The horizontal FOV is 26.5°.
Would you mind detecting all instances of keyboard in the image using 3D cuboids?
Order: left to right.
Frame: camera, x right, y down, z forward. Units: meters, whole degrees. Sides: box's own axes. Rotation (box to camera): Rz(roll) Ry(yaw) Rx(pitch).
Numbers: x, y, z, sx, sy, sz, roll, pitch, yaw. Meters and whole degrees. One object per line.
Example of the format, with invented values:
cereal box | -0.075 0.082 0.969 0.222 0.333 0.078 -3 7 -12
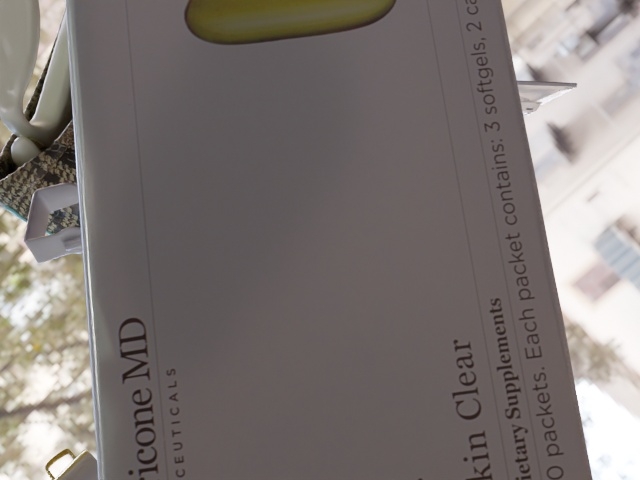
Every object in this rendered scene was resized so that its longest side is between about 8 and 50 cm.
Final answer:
keyboard | 0.163 -0.148 1.390 0.256 0.072 0.014 -5 -110 -45

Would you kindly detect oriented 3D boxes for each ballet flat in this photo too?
ballet flat | -0.183 -0.238 1.203 0.182 0.482 0.164 23 169 -38

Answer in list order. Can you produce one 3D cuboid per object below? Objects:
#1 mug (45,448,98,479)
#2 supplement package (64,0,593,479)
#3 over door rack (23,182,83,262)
mug | -0.294 0.293 1.633 0.078 0.064 0.062 14 137 58
supplement package | 0.000 0.000 0.512 0.204 0.145 0.261 75 -174 -70
over door rack | -0.085 -0.084 0.765 0.108 0.324 0.239 -74 -31 -44
